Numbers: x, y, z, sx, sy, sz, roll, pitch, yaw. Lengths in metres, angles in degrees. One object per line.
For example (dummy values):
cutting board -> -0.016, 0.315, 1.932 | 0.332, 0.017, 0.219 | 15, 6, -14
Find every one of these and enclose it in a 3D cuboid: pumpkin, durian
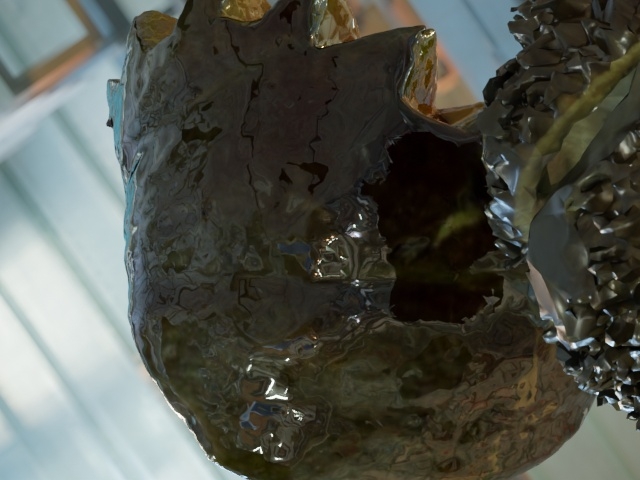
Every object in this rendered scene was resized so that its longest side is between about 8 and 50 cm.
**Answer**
pumpkin -> 0.000, 0.000, 0.765 | 0.149, 0.254, 0.130 | -52, 171, -40
durian -> 0.139, -0.034, 0.632 | 0.167, 0.196, 0.196 | -5, 164, -39
